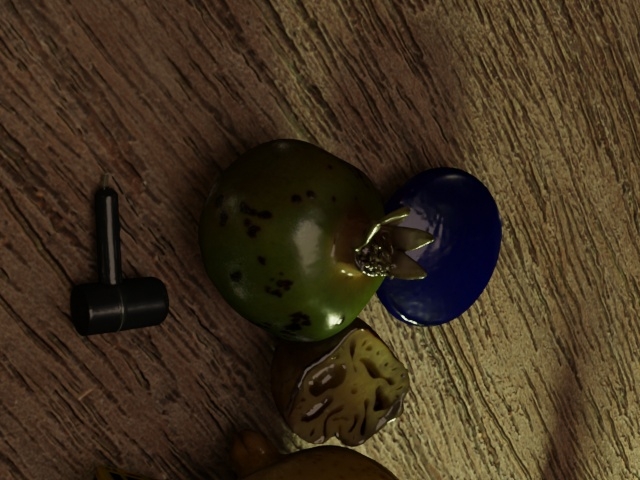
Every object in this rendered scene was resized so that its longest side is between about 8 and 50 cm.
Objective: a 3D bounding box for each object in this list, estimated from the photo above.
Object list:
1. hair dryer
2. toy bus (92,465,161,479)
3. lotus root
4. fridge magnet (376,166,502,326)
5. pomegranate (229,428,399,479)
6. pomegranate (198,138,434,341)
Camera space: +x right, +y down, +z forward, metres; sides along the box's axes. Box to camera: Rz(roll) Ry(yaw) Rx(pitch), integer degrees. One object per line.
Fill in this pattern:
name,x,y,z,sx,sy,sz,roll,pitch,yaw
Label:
hair dryer,-0.281,0.018,1.588,0.124,0.071,0.219,-9,99,-35
toy bus,-0.306,0.498,1.630,0.145,0.151,0.331,21,91,-28
lotus root,0.005,0.202,1.762,0.199,0.180,0.188,-41,126,-12
fridge magnet,0.184,0.010,1.872,0.265,0.113,0.265,-9,107,-32
pomegranate,-0.020,0.464,1.722,0.410,0.410,0.410,-10,108,-33
pomegranate,-0.015,0.019,1.610,0.291,0.323,0.290,-21,129,-29
